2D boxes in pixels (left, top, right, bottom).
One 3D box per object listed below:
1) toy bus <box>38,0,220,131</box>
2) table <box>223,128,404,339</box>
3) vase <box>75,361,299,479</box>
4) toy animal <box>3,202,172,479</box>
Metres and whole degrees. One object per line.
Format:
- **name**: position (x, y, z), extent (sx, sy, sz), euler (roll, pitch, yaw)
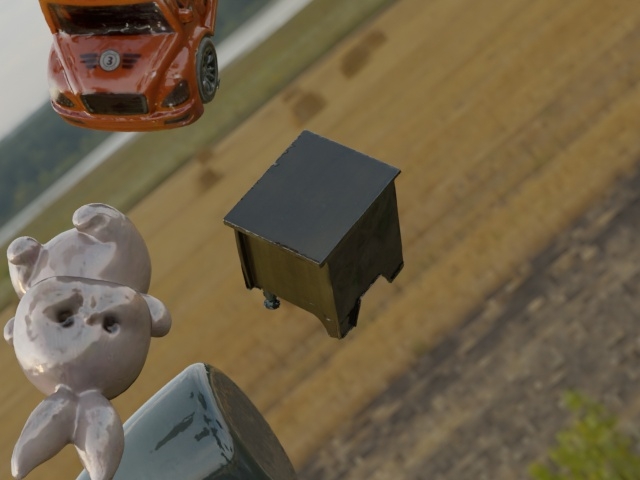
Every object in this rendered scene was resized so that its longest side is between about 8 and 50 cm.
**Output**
- **toy bus**: position (-0.161, -0.264, 1.612), extent (0.143, 0.329, 0.153), euler (2, -17, 14)
- **table**: position (0.000, 0.000, 1.110), extent (0.083, 0.070, 0.082), euler (-49, -31, -30)
- **vase**: position (-0.188, 0.268, 1.731), extent (0.321, 0.173, 0.173), euler (-35, 7, 6)
- **toy animal**: position (-0.167, 0.072, 1.339), extent (0.124, 0.124, 0.212), euler (-38, 34, 21)
